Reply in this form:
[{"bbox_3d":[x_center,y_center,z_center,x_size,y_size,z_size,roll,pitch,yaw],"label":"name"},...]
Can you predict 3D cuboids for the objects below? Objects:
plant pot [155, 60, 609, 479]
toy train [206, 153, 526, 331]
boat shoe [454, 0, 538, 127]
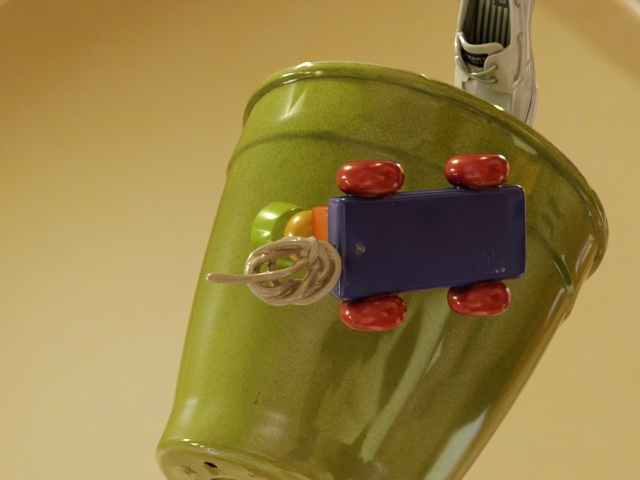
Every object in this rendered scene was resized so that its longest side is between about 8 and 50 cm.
[{"bbox_3d":[0.027,0.091,1.299,0.366,0.366,0.353,83,-151,-61],"label":"plant pot"},{"bbox_3d":[0.000,0.000,0.934,0.248,0.143,0.105,-6,-83,-34],"label":"toy train"},{"bbox_3d":[0.151,-0.175,1.323,0.076,0.083,0.226,-18,-67,-55],"label":"boat shoe"}]
